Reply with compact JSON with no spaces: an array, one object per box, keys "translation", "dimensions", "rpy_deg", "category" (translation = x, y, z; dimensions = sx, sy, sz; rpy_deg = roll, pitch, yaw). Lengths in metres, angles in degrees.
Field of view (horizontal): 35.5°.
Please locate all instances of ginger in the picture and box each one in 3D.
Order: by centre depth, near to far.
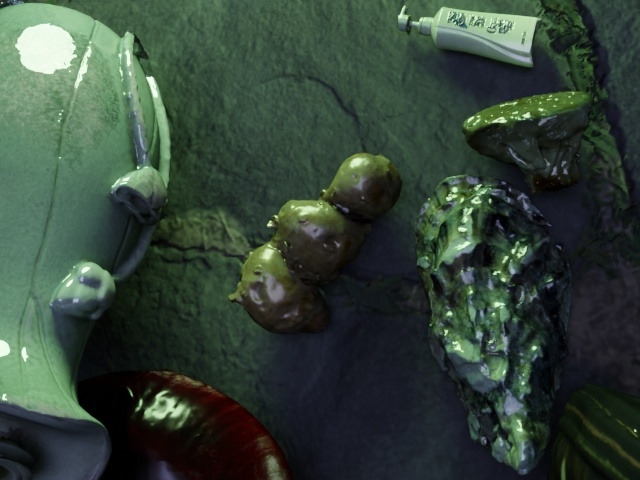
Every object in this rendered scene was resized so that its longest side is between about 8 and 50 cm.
[{"translation":[0.000,0.000,0.971],"dimensions":[0.104,0.080,0.204],"rpy_deg":[34,93,-1],"category":"ginger"}]

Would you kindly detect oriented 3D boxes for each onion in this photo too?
[{"translation":[-0.165,0.265,0.894],"dimensions":[0.314,0.232,0.313],"rpy_deg":[-2,82,12],"category":"onion"}]

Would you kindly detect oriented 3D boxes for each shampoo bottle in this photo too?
[{"translation":[0.144,-0.205,0.988],"dimensions":[0.141,0.034,0.048],"rpy_deg":[11,92,13],"category":"shampoo bottle"}]

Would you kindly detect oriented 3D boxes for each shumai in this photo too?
[{"translation":[0.201,-0.088,0.942],"dimensions":[0.124,0.099,0.087],"rpy_deg":[-1,112,42],"category":"shumai"}]

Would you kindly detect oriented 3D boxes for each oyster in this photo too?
[{"translation":[0.154,0.067,0.940],"dimensions":[0.199,0.087,0.252],"rpy_deg":[22,79,18],"category":"oyster"}]

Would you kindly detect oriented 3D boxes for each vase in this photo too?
[{"translation":[-0.259,0.002,0.871],"dimensions":[0.250,0.250,0.445],"rpy_deg":[-10,51,10],"category":"vase"}]

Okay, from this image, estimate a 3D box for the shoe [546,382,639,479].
[{"translation":[0.245,0.241,0.742],"dimensions":[0.171,0.384,0.237],"rpy_deg":[15,87,2],"category":"shoe"}]
